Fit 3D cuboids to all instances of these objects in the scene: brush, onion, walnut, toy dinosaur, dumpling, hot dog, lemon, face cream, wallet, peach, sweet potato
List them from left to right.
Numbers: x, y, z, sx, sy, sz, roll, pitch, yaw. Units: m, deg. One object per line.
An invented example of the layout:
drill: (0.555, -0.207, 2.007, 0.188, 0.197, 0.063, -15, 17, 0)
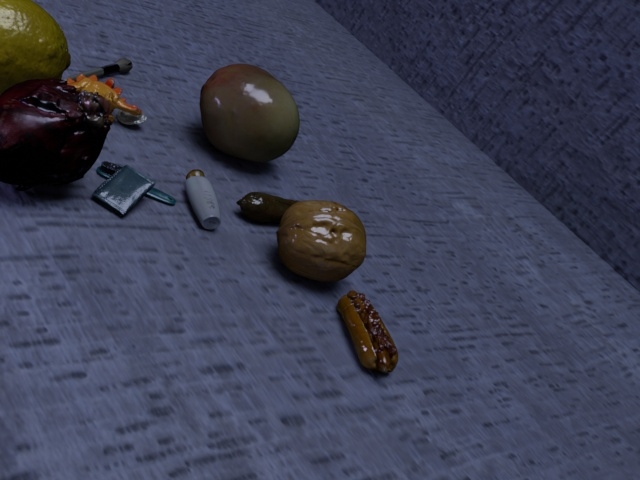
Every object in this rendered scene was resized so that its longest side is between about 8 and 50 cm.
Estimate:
lemon: (-0.713, -0.439, 1.697, 0.320, 0.245, 0.245, 7, 37, -49)
onion: (-0.575, -0.214, 1.510, 0.281, 0.281, 0.221, -31, 107, -59)
toy dinosaur: (-0.590, -0.383, 1.907, 0.288, 0.070, 0.117, 19, 39, -5)
brush: (-0.607, -0.460, 2.047, 0.042, 0.039, 0.299, 36, 30, 4)
wallet: (-0.438, -0.110, 1.659, 0.088, 0.026, 0.129, 33, 46, 1)
dumpling: (-0.492, -0.318, 1.937, 0.077, 0.043, 0.059, 32, 50, -7)
brush: (-0.421, -0.135, 1.730, 0.193, 0.032, 0.043, 23, 30, -13)
face cream: (-0.282, -0.100, 1.791, 0.072, 0.051, 0.182, 10, 37, -33)
peach: (-0.197, -0.357, 2.065, 0.292, 0.247, 0.292, 45, 24, -27)
sweet potato: (-0.095, -0.080, 1.927, 0.273, 0.075, 0.075, 4, 39, -44)
walnut: (0.000, 0.000, 1.780, 0.222, 0.195, 0.195, 10, 35, -22)
hot dog: (0.112, 0.203, 1.683, 0.102, 0.076, 0.249, 17, 31, -32)
